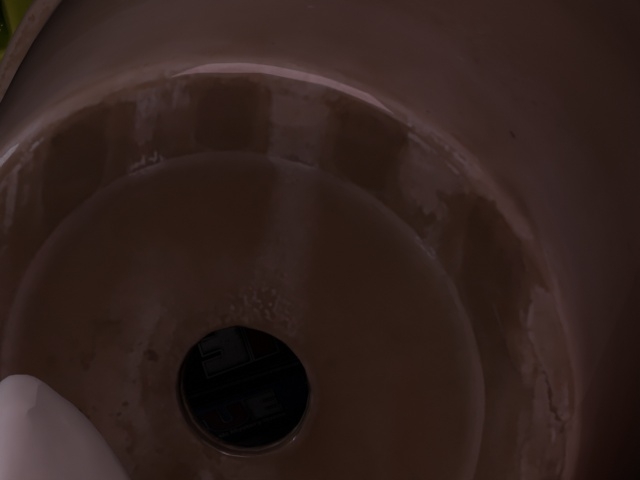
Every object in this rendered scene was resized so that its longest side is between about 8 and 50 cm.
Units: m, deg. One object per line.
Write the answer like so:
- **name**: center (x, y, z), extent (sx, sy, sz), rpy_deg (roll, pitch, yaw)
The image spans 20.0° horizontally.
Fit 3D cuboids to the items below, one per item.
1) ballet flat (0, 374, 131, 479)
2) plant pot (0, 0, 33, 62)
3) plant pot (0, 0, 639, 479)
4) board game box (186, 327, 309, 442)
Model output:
- **ballet flat**: center (-0.046, 0.232, 0.468), extent (0.139, 0.139, 0.400), rpy_deg (7, 97, 16)
- **plant pot**: center (-0.209, -0.097, 0.842), extent (0.227, 0.228, 0.207), rpy_deg (12, 64, 49)
- **plant pot**: center (0.003, 0.015, 0.626), extent (0.323, 0.280, 0.323), rpy_deg (2, 101, 9)
- **board game box**: center (0.000, 0.000, 0.867), extent (0.243, 0.042, 0.165), rpy_deg (-18, 55, 0)
